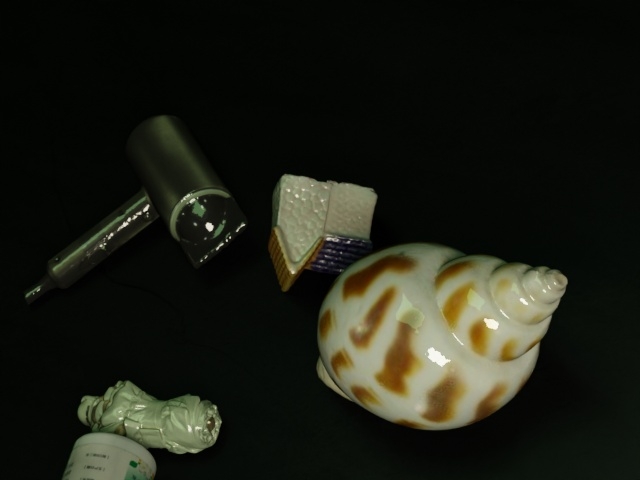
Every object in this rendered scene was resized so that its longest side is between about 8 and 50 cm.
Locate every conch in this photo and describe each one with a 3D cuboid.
[{"bbox_3d":[0.100,0.073,1.509,0.274,0.149,0.183,-4,53,28],"label":"conch"}]

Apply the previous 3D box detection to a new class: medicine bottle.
[{"bbox_3d":[-0.201,0.245,1.562,0.080,0.080,0.130,-5,49,24],"label":"medicine bottle"}]

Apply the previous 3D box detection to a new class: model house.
[{"bbox_3d":[0.000,0.000,1.692,0.100,0.088,0.100,7,74,-6],"label":"model house"}]

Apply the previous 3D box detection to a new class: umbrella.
[{"bbox_3d":[-0.164,0.167,1.631,0.143,0.062,0.067,6,85,24],"label":"umbrella"}]

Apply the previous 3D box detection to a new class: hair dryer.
[{"bbox_3d":[-0.203,0.004,1.812,0.248,0.078,0.195,-38,43,5],"label":"hair dryer"}]
